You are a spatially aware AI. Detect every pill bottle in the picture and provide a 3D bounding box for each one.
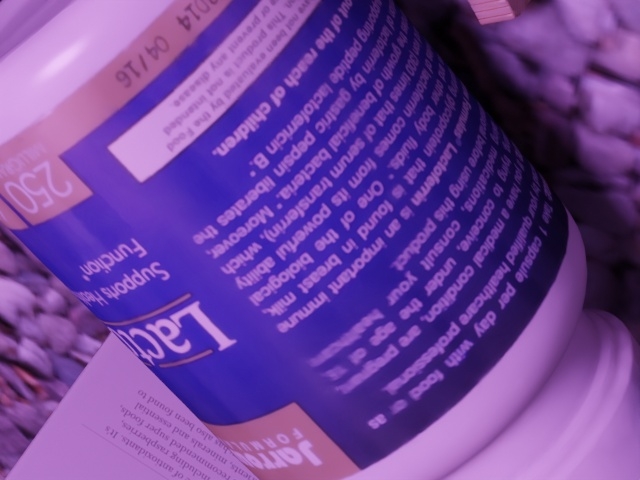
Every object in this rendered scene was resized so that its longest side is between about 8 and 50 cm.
[{"bbox_3d":[0.000,0.000,0.654,0.265,0.153,0.153,47,141,-18],"label":"pill bottle"}]

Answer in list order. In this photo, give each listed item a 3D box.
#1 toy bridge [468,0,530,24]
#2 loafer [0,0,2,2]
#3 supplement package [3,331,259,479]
[{"bbox_3d":[0.110,-0.110,0.554,0.188,0.026,0.063,-6,126,41],"label":"toy bridge"},{"bbox_3d":[-0.091,-0.025,0.757,0.078,0.076,0.223,-24,120,40],"label":"loafer"},{"bbox_3d":[-0.093,0.193,0.825,0.177,0.293,0.175,34,143,-1],"label":"supplement package"}]
